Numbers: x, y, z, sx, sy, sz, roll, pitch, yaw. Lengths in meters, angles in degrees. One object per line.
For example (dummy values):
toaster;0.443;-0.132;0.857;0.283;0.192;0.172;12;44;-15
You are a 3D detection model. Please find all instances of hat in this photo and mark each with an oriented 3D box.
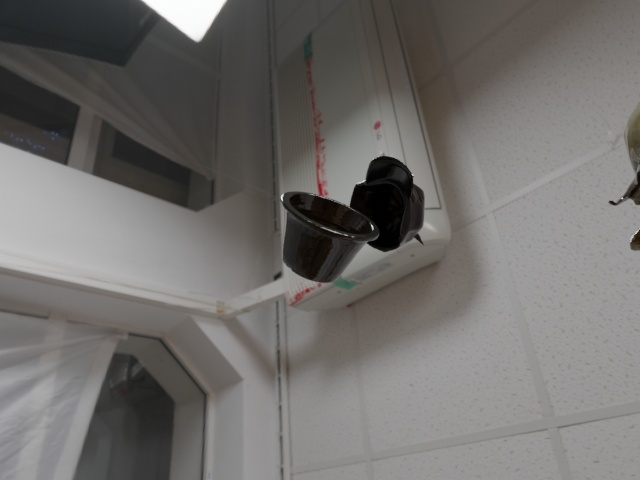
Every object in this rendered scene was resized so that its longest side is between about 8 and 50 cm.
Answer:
hat;0.232;-0.111;1.381;0.238;0.208;0.336;65;-25;20

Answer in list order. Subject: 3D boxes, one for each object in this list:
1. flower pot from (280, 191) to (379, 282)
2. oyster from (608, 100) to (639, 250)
flower pot;0.000;0.000;1.117;0.235;0.235;0.148;49;-56;50
oyster;0.226;-0.127;0.288;0.100;0.270;0.276;8;-91;46
